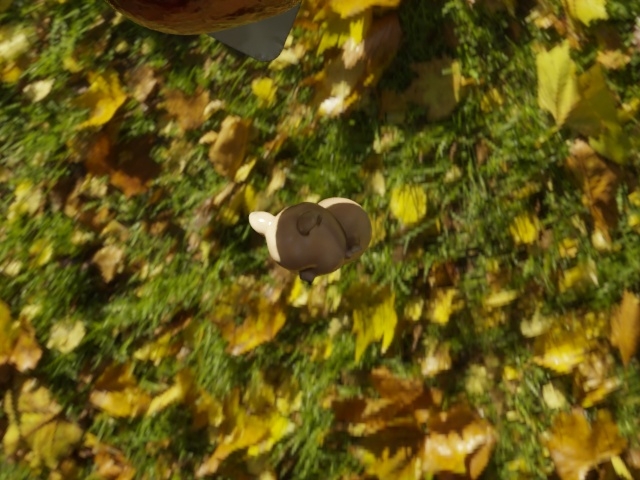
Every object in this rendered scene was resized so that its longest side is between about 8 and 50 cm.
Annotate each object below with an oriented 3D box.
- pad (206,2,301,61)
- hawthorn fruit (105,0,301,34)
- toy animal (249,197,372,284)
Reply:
[{"bbox_3d":[-0.149,-0.361,1.569,0.267,0.004,0.181,26,69,-15],"label":"pad"},{"bbox_3d":[-0.113,-0.251,0.870,0.266,0.210,0.230,-40,113,-29],"label":"hawthorn fruit"},{"bbox_3d":[-0.002,-0.006,1.137,0.083,0.150,0.089,-33,77,25],"label":"toy animal"}]
